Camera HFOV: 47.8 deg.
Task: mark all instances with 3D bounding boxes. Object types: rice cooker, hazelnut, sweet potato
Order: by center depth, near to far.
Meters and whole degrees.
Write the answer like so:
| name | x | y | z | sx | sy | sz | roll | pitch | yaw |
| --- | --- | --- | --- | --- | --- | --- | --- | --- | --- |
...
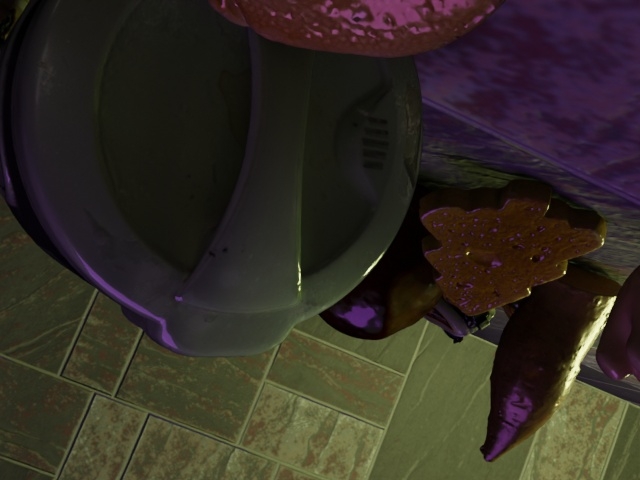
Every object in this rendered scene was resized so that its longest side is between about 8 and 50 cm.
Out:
| name | x | y | z | sx | sy | sz | roll | pitch | yaw |
| --- | --- | --- | --- | --- | --- | --- | --- | --- | --- |
| rice cooker | -0.091 | -0.076 | 0.524 | 0.288 | 0.288 | 0.277 | 26 | 174 | -30 |
| hazelnut | 0.072 | 0.019 | 0.992 | 0.229 | 0.230 | 0.229 | 22 | 173 | 3 |
| sweet potato | 0.313 | 0.189 | 1.072 | 0.131 | 0.337 | 0.131 | 24 | -169 | -5 |

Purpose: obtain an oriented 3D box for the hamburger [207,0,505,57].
| name | x | y | z | sx | sy | sz | roll | pitch | yaw |
| --- | --- | --- | --- | --- | --- | --- | --- | --- | --- |
| hamburger | -0.002 | -0.162 | 0.301 | 0.213 | 0.108 | 0.214 | 21 | 174 | 2 |

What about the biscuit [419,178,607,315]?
| name | x | y | z | sx | sy | sz | roll | pitch | yaw |
| --- | --- | --- | --- | --- | --- | --- | --- | --- | --- |
| biscuit | 0.207 | 0.012 | 0.854 | 0.212 | 0.041 | 0.239 | 8 | 142 | -3 |

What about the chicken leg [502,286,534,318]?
| name | x | y | z | sx | sy | sz | roll | pitch | yaw |
| --- | --- | --- | --- | --- | --- | --- | --- | --- | --- |
| chicken leg | 0.368 | 0.096 | 1.213 | 0.101 | 0.085 | 0.207 | 54 | 168 | 4 |

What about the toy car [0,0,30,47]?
| name | x | y | z | sx | sy | sz | roll | pitch | yaw |
| --- | --- | --- | --- | --- | --- | --- | --- | --- | --- |
| toy car | -0.299 | -0.236 | 0.647 | 0.101 | 0.124 | 0.256 | 25 | -178 | -16 |

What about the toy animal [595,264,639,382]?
| name | x | y | z | sx | sy | sz | roll | pitch | yaw |
| --- | --- | --- | --- | --- | --- | --- | --- | --- | --- |
| toy animal | 0.457 | 0.137 | 0.747 | 0.326 | 0.269 | 0.237 | 55 | 171 | 0 |

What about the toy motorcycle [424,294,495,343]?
| name | x | y | z | sx | sy | sz | roll | pitch | yaw |
| --- | --- | --- | --- | --- | --- | --- | --- | --- | --- |
| toy motorcycle | 0.196 | 0.076 | 1.239 | 0.263 | 0.091 | 0.157 | 32 | 151 | 60 |

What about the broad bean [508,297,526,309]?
| name | x | y | z | sx | sy | sz | roll | pitch | yaw |
| --- | --- | --- | --- | --- | --- | --- | --- | --- | --- |
| broad bean | 0.272 | 0.067 | 1.256 | 0.144 | 0.049 | 0.292 | 54 | 170 | 3 |
